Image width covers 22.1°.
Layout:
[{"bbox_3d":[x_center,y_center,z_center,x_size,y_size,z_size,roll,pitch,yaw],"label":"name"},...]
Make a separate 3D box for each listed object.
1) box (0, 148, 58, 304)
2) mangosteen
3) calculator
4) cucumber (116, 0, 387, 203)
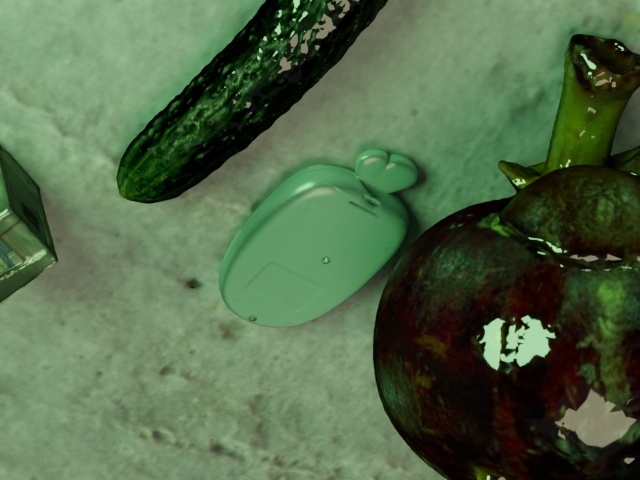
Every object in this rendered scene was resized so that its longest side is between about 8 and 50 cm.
[{"bbox_3d":[-0.189,-0.008,0.914,0.063,0.084,0.060,-34,129,6],"label":"box"},{"bbox_3d":[0.154,0.028,0.963,0.231,0.231,0.289,13,92,-23],"label":"mangosteen"},{"bbox_3d":[0.000,0.000,1.005,0.095,0.021,0.153,26,124,-32],"label":"calculator"},{"bbox_3d":[-0.039,-0.089,0.897,0.058,0.052,0.215,39,115,-15],"label":"cucumber"}]
